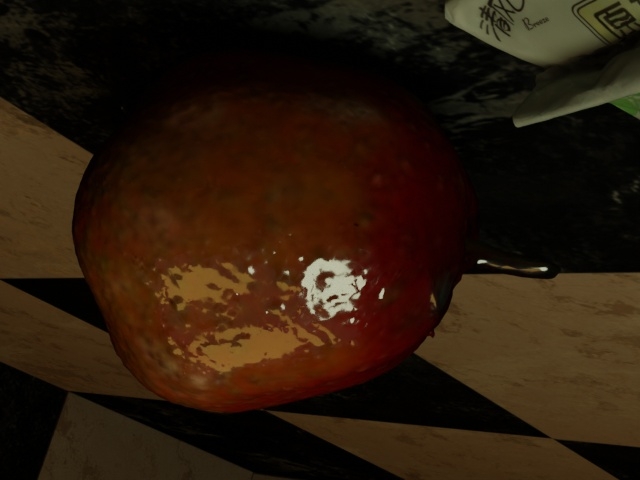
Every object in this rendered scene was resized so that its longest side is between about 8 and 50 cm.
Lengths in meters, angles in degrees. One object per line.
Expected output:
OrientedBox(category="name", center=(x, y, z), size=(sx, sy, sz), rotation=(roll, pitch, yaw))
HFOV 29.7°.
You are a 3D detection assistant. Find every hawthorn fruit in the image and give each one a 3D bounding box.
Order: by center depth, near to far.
OrientedBox(category="hawthorn fruit", center=(0.000, 0.000, 0.932), size=(0.369, 0.285, 0.285), rotation=(6, 159, 14))

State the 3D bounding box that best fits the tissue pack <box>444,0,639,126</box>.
OrientedBox(category="tissue pack", center=(0.188, -0.133, 0.604), size=(0.159, 0.145, 0.229), rotation=(23, 160, -22))
